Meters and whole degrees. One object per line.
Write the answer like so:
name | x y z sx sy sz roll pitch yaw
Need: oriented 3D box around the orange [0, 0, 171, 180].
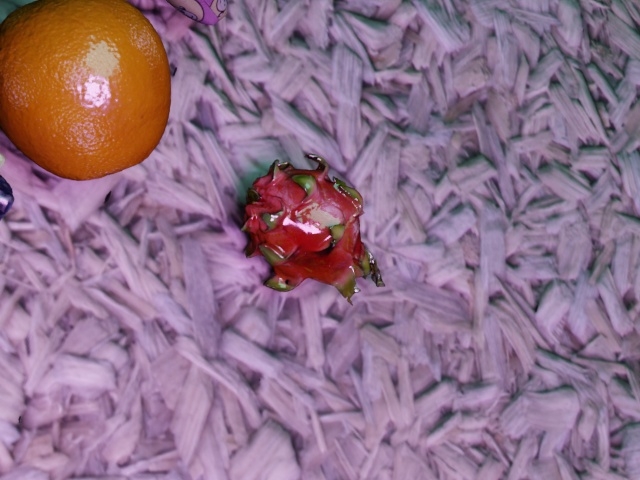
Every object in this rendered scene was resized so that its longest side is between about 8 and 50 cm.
orange | -0.250 -0.162 1.761 0.206 0.206 0.206 16 62 -34

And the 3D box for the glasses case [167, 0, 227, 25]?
glasses case | -0.204 -0.359 1.877 0.316 0.076 0.123 49 2 -44

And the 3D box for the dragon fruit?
dragon fruit | 0.001 0.002 1.942 0.236 0.135 0.137 50 40 -35

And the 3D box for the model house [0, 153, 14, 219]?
model house | -0.396 -0.079 1.590 0.194 0.211 0.170 39 54 -19
